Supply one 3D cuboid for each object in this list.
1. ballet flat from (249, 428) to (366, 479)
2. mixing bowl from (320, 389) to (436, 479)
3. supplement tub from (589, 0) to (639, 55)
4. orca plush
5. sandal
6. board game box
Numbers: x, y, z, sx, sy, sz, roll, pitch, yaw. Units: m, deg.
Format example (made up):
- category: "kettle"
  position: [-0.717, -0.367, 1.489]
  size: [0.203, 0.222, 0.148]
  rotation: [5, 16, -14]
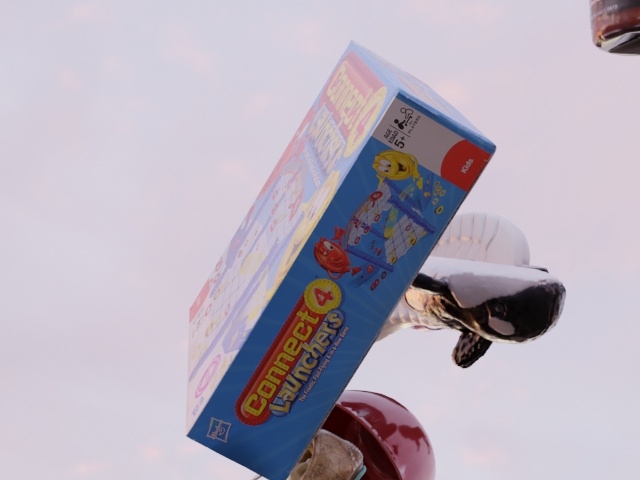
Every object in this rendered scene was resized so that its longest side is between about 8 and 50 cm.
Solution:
- category: "ballet flat"
  position: [-0.048, 0.234, 1.049]
  size: [0.067, 0.206, 0.073]
  rotation: [43, -27, -3]
- category: "mixing bowl"
  position: [0.043, 0.213, 1.240]
  size: [0.181, 0.098, 0.181]
  rotation: [21, -57, 36]
- category: "supplement tub"
  position: [0.286, -0.269, 1.141]
  size: [0.106, 0.197, 0.106]
  rotation: [-1, -7, 0]
- category: "orca plush"
  position: [0.114, 0.071, 1.218]
  size: [0.287, 0.102, 0.151]
  rotation: [6, 6, 41]
- category: "sandal"
  position: [0.170, 0.064, 1.808]
  size: [0.102, 0.169, 0.416]
  rotation: [26, -22, -26]
- category: "board game box"
  position: [0.000, 0.000, 1.072]
  size: [0.086, 0.308, 0.302]
  rotation: [29, -80, -12]
